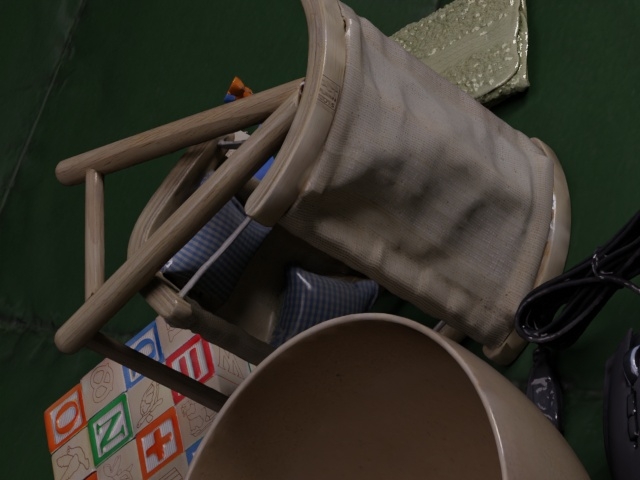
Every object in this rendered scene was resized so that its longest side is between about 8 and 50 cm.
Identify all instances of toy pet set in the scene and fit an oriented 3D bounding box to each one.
[{"bbox_3d":[-0.066,-0.067,1.604,0.122,0.065,0.114,-64,4,-10],"label":"toy pet set"}]

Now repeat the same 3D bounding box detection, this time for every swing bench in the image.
[{"bbox_3d":[0.000,0.000,1.319,0.255,0.253,0.165,-32,46,30],"label":"swing bench"}]

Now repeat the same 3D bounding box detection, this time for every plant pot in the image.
[{"bbox_3d":[0.066,0.203,1.159,0.284,0.191,0.284,-24,55,41],"label":"plant pot"}]

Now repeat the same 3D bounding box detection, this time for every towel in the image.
[{"bbox_3d":[0.094,-0.130,1.482,0.148,0.027,0.110,-26,49,34],"label":"towel"}]

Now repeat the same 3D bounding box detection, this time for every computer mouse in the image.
[{"bbox_3d":[0.177,0.111,1.194,0.184,0.060,0.262,-41,49,45],"label":"computer mouse"}]

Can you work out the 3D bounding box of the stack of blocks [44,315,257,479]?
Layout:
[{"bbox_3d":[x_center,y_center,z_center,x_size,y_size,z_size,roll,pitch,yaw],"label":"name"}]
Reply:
[{"bbox_3d":[-0.093,0.203,1.417,0.171,0.087,0.297,-39,43,23],"label":"stack of blocks"}]
